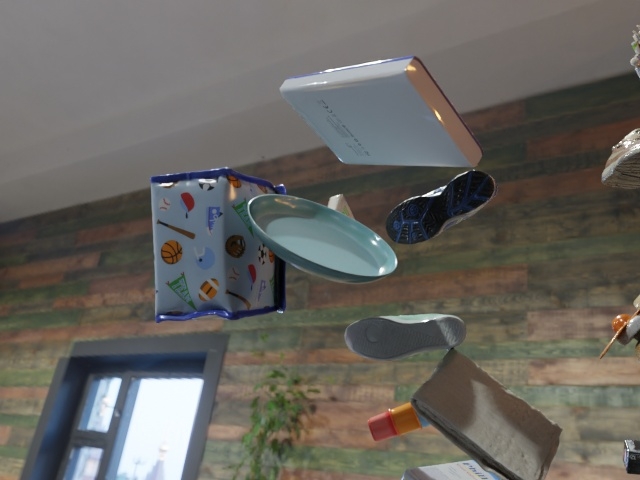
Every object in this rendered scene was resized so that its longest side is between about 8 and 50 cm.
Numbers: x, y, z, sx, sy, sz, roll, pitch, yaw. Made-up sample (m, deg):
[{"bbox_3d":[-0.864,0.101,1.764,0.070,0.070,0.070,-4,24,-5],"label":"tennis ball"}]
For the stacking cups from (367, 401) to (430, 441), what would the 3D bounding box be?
[{"bbox_3d":[0.277,0.436,1.599,0.316,0.096,0.096,-20,-29,2],"label":"stacking cups"}]

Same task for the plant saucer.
[{"bbox_3d":[0.000,0.000,1.232,0.317,0.318,0.044,17,-67,-17],"label":"plant saucer"}]

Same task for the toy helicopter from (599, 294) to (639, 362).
[{"bbox_3d":[0.637,0.186,1.156,0.234,0.355,0.140,25,-63,6],"label":"toy helicopter"}]

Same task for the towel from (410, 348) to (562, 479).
[{"bbox_3d":[0.330,0.350,1.216,0.282,0.187,0.049,37,-49,16],"label":"towel"}]

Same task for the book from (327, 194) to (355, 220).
[{"bbox_3d":[0.060,-0.025,1.497,0.035,0.096,0.144,-15,-58,25],"label":"book"}]

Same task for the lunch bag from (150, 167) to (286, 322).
[{"bbox_3d":[-0.199,0.018,1.446,0.238,0.328,0.385,-2,-5,17],"label":"lunch bag"}]

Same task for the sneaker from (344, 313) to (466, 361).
[{"bbox_3d":[0.189,0.209,1.336,0.255,0.094,0.151,-5,-10,16],"label":"sneaker"}]

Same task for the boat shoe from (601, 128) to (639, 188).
[{"bbox_3d":[0.763,-0.213,1.474,0.123,0.117,0.324,14,-6,4],"label":"boat shoe"}]

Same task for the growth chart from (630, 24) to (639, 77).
[{"bbox_3d":[0.661,-0.337,1.219,0.021,0.237,0.172,-28,-77,45],"label":"growth chart"}]

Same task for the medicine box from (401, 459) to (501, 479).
[{"bbox_3d":[0.315,0.721,1.566,0.289,0.264,0.149,10,13,-39],"label":"medicine box"}]

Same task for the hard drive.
[{"bbox_3d":[0.092,-0.205,1.041,0.210,0.040,0.318,44,-20,-33],"label":"hard drive"}]

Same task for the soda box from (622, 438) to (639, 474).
[{"bbox_3d":[0.759,0.481,1.356,0.168,0.060,0.053,1,16,16],"label":"soda box"}]

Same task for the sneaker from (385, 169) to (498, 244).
[{"bbox_3d":[0.207,-0.049,1.049,0.211,0.080,0.081,-24,-11,31],"label":"sneaker"}]
